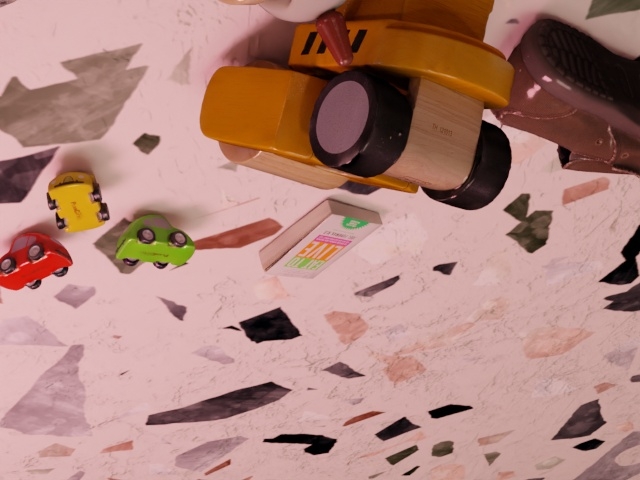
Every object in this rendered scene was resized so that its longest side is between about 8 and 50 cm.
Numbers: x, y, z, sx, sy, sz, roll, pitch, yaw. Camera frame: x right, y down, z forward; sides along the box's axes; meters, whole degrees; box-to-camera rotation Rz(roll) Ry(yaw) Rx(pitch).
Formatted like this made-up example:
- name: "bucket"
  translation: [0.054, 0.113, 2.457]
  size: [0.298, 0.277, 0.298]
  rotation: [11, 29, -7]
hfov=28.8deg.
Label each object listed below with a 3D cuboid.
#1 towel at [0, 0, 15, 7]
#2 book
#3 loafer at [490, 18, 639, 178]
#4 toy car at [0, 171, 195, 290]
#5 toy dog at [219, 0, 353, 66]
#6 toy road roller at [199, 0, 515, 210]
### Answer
- name: "towel"
  translation: [-0.291, -0.242, 0.979]
  size: [0.324, 0.056, 0.312]
  rotation: [-14, 178, 22]
- name: "book"
  translation: [0.000, 0.000, 1.661]
  size: [0.096, 0.035, 0.144]
  rotation: [12, 140, -42]
- name: "loafer"
  translation: [0.336, -0.143, 1.474]
  size: [0.366, 0.134, 0.130]
  rotation: [24, 138, -33]
- name: "toy car"
  translation: [-0.262, -0.009, 1.520]
  size: [0.225, 0.053, 0.239]
  rotation: [8, 144, -32]
- name: "toy dog"
  translation: [0.044, -0.280, 1.055]
  size: [0.220, 0.161, 0.334]
  rotation: [-30, 169, -39]
- name: "toy road roller"
  translation: [0.052, -0.174, 1.277]
  size: [0.202, 0.241, 0.329]
  rotation: [15, 177, -39]
